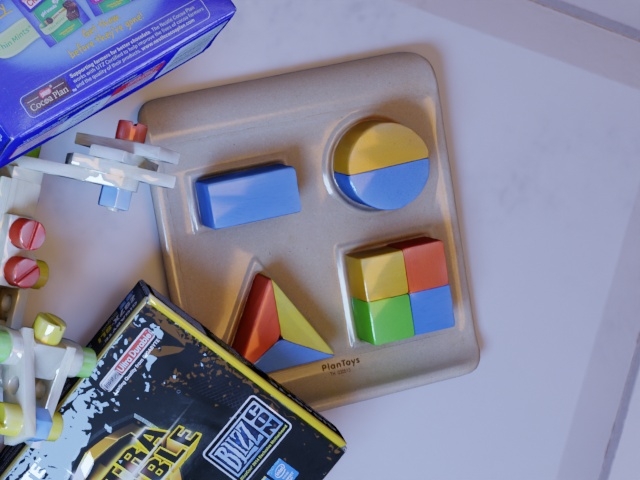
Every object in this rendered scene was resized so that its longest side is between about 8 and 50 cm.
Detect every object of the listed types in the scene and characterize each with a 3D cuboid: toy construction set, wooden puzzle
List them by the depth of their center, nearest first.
[{"bbox_3d":[-0.270,0.024,1.746,0.151,0.215,0.327,33,75,-39],"label":"toy construction set"},{"bbox_3d":[0.000,0.000,1.906,0.322,0.080,0.347,-13,96,-17],"label":"wooden puzzle"}]

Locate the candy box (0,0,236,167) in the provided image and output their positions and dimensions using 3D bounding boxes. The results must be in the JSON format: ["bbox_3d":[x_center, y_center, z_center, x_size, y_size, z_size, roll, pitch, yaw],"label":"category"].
[{"bbox_3d":[-0.279,-0.264,1.719,0.268,0.122,0.317,-33,89,-29],"label":"candy box"}]

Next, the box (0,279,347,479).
[{"bbox_3d":[-0.172,0.241,1.826,0.257,0.079,0.322,39,93,-18],"label":"box"}]
